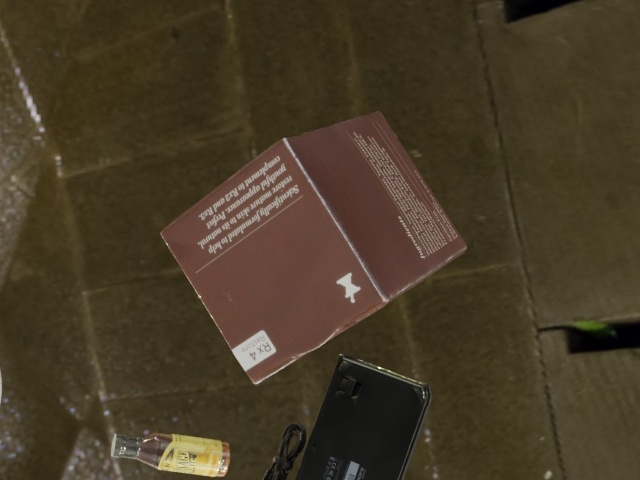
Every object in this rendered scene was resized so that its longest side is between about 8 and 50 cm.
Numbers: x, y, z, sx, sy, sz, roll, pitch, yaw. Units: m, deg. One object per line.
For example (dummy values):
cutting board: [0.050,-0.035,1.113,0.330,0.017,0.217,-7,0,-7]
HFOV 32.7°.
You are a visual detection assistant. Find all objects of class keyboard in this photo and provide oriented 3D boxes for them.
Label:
keyboard: [0.007,0.173,0.776,0.108,0.023,0.180,17,83,31]

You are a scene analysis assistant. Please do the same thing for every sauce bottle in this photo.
sauce bottle: [-0.164,0.233,1.196,0.042,0.128,0.042,-171,90,-75]

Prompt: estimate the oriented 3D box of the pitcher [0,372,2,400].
pitcher: [-0.312,0.068,0.742,0.177,0.125,0.207,37,159,19]

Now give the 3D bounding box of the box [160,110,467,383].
box: [0.000,0.000,1.024,0.168,0.203,0.167,-34,86,30]
